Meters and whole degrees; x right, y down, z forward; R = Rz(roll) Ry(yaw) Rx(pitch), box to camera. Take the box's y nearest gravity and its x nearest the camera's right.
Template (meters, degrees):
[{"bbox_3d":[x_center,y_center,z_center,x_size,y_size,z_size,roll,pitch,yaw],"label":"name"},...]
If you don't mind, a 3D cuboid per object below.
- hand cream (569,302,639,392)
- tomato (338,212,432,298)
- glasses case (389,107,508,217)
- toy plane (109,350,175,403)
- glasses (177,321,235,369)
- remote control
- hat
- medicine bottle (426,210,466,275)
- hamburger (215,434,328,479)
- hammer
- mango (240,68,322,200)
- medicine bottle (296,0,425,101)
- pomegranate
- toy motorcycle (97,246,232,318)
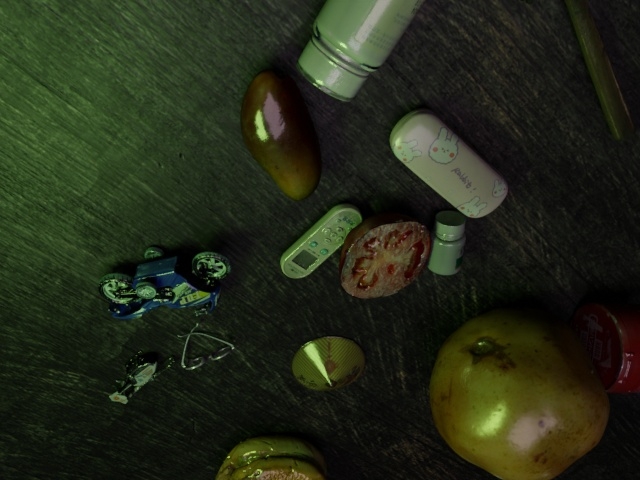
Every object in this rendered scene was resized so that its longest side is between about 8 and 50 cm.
[{"bbox_3d":[0.728,0.261,1.578,0.149,0.230,0.230,2,124,-10],"label":"hand cream"},{"bbox_3d":[0.126,0.023,1.396,0.225,0.085,0.225,-15,136,-16],"label":"tomato"},{"bbox_3d":[0.265,-0.153,1.319,0.297,0.075,0.113,34,112,-27],"label":"glasses case"},{"bbox_3d":[-0.447,0.334,1.574,0.197,0.053,0.078,-42,128,15],"label":"toy plane"},{"bbox_3d":[-0.288,0.241,1.546,0.140,0.062,0.103,-23,102,8],"label":"glasses"},{"bbox_3d":[0.000,0.000,1.408,0.221,0.042,0.078,-42,126,20],"label":"remote control"},{"bbox_3d":[0.024,0.336,1.621,0.193,0.082,0.193,-3,126,-5],"label":"hat"},{"bbox_3d":[0.279,0.005,1.426,0.080,0.080,0.130,-2,125,-6],"label":"medicine bottle"},{"bbox_3d":[-0.133,0.666,1.772,0.314,0.170,0.289,16,118,-16],"label":"hamburger"},{"bbox_3d":[0.521,-0.366,1.226,0.168,0.044,0.440,-31,122,13],"label":"hammer"},{"bbox_3d":[-0.075,-0.195,1.221,0.133,0.111,0.267,-26,124,-9],"label":"mango"},{"bbox_3d":[0.074,-0.376,1.098,0.143,0.143,0.258,25,116,-22],"label":"medicine bottle"},{"bbox_3d":[0.468,0.361,1.515,0.417,0.416,0.416,-4,125,-5],"label":"pomegranate"},{"bbox_3d":[-0.326,0.105,1.399,0.315,0.113,0.169,-13,135,12],"label":"toy motorcycle"}]
